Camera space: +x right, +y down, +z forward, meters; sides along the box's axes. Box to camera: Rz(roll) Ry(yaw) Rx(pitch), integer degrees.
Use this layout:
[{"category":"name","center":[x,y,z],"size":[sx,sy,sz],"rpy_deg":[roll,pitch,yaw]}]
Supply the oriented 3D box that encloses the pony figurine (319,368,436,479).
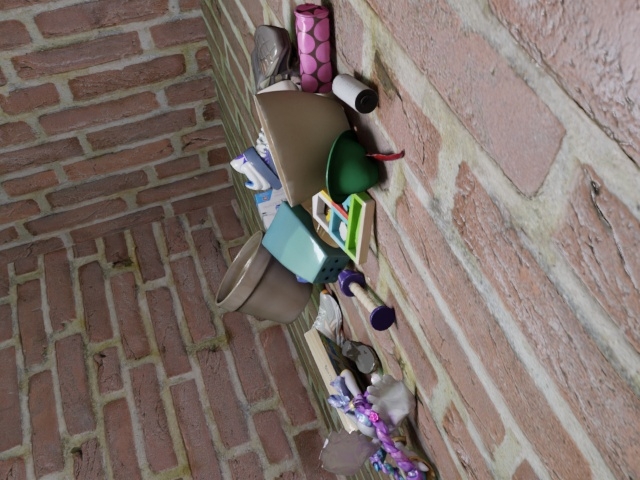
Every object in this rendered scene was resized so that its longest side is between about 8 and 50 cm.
[{"category":"pony figurine","center":[0.152,0.515,1.713],"size":[0.351,0.303,0.363],"rpy_deg":[43,179,-28]}]

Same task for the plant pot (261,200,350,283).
[{"category":"plant pot","center":[-0.030,0.018,1.871],"size":[0.234,0.165,0.165],"rpy_deg":[49,122,36]}]

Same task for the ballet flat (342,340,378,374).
[{"category":"ballet flat","center":[0.138,0.376,1.988],"size":[0.250,0.058,0.084],"rpy_deg":[7,78,71]}]

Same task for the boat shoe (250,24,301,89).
[{"category":"boat shoe","center":[-0.112,-0.514,1.695],"size":[0.355,0.130,0.132],"rpy_deg":[-167,64,-77]}]

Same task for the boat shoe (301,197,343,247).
[{"category":"boat shoe","center":[0.023,-0.089,1.811],"size":[0.285,0.089,0.104],"rpy_deg":[60,136,39]}]

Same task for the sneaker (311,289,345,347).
[{"category":"sneaker","center":[0.016,0.306,2.261],"size":[0.099,0.121,0.262],"rpy_deg":[-130,26,-60]}]

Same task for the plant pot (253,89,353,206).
[{"category":"plant pot","center":[-0.028,-0.246,1.492],"size":[0.284,0.191,0.284],"rpy_deg":[161,90,-87]}]

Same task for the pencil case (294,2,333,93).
[{"category":"pencil case","center":[-0.017,-0.455,1.450],"size":[0.209,0.095,0.098],"rpy_deg":[89,-176,-46]}]

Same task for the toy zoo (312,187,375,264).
[{"category":"toy zoo","center":[0.045,-0.094,1.627],"size":[0.293,0.030,0.192],"rpy_deg":[49,144,43]}]

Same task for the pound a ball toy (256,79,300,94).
[{"category":"pound a ball toy","center":[-0.066,-0.333,1.810],"size":[0.208,0.136,0.319],"rpy_deg":[9,-119,-75]}]

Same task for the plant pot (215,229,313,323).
[{"category":"plant pot","center":[-0.193,0.169,2.301],"size":[0.280,0.323,0.323],"rpy_deg":[33,177,-15]}]

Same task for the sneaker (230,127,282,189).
[{"category":"sneaker","center":[-0.192,-0.318,2.052],"size":[0.130,0.236,0.323],"rpy_deg":[-125,21,-54]}]

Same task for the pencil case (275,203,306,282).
[{"category":"pencil case","center":[-0.064,-0.007,2.192],"size":[0.119,0.133,0.306],"rpy_deg":[-5,105,41]}]

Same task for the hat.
[{"category":"hat","center":[0.126,-0.150,1.364],"size":[0.208,0.183,0.173],"rpy_deg":[-38,-47,-57]}]

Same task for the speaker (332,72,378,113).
[{"category":"speaker","center":[0.073,-0.315,1.309],"size":[0.136,0.055,0.055],"rpy_deg":[-126,22,-56]}]

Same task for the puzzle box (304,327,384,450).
[{"category":"puzzle box","center":[0.093,0.515,2.112],"size":[0.272,0.052,0.409],"rpy_deg":[47,-168,-50]}]

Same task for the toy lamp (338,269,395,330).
[{"category":"toy lamp","center":[0.118,0.154,1.705],"size":[0.275,0.080,0.080],"rpy_deg":[-136,31,-62]}]

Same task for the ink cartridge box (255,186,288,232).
[{"category":"ink cartridge box","center":[-0.157,-0.098,2.411],"size":[0.086,0.148,0.203],"rpy_deg":[103,148,-65]}]
